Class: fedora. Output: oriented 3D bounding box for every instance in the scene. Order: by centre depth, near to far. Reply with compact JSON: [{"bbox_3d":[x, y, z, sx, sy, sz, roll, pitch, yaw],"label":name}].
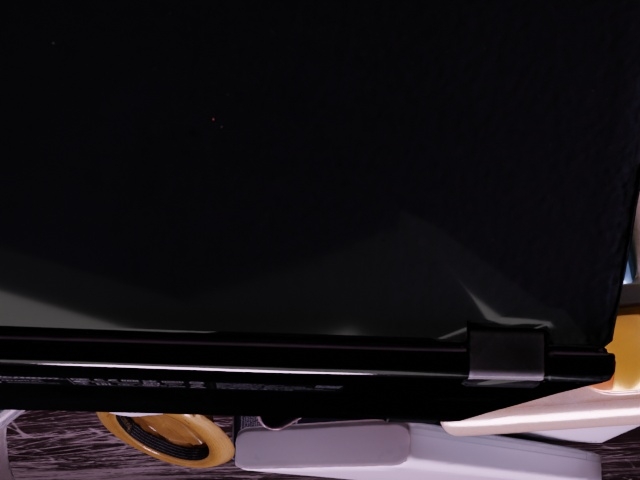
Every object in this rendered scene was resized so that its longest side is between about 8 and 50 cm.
[{"bbox_3d":[-0.188,0.214,1.390,0.194,0.079,0.194,13,146,9],"label":"fedora"}]

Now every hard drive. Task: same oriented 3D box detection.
[{"bbox_3d":[0.100,0.207,1.042,0.203,0.040,0.307,-12,159,41],"label":"hard drive"}]

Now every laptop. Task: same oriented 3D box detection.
[{"bbox_3d":[-0.078,-0.053,0.484,0.381,0.237,0.408,3,167,-4],"label":"laptop"}]

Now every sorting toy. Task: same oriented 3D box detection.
[{"bbox_3d":[0.154,0.047,0.782,0.193,0.208,0.038,-9,-165,27],"label":"sorting toy"}]

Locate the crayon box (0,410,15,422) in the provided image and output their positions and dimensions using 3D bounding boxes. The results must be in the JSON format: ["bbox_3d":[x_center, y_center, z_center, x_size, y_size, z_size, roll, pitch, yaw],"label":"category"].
[{"bbox_3d":[-0.347,0.175,0.801,0.323,0.083,0.203,-40,-178,-20],"label":"crayon box"}]

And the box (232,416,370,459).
[{"bbox_3d":[-0.004,0.212,1.363,0.153,0.108,0.207,9,159,-23],"label":"box"}]

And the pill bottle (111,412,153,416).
[{"bbox_3d":[-0.114,0.036,0.783,0.160,0.160,0.283,6,161,-16],"label":"pill bottle"}]

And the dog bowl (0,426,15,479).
[{"bbox_3d":[-0.415,0.165,0.956,0.102,0.349,0.348,34,-175,40],"label":"dog bowl"}]

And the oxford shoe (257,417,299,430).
[{"bbox_3d":[0.036,0.035,0.749,0.096,0.098,0.271,29,127,-7],"label":"oxford shoe"}]

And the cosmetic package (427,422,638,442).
[{"bbox_3d":[0.182,0.098,0.987,0.224,0.138,0.225,3,162,-6],"label":"cosmetic package"}]
